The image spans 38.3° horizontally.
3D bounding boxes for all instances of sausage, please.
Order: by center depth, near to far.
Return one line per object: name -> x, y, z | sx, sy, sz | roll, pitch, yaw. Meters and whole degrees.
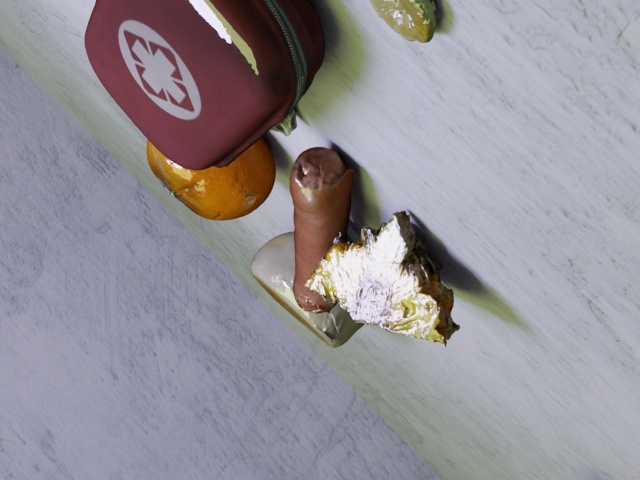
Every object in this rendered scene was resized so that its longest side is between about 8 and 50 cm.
sausage -> 0.000, 0.000, 1.403 | 0.094, 0.094, 0.419 | 58, 164, 27

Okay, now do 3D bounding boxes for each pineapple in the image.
pineapple -> 0.111, 0.029, 1.284 | 0.250, 0.140, 0.164 | 12, 107, 42

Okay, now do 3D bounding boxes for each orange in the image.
orange -> -0.179, -0.130, 1.495 | 0.224, 0.170, 0.224 | 44, 170, 10

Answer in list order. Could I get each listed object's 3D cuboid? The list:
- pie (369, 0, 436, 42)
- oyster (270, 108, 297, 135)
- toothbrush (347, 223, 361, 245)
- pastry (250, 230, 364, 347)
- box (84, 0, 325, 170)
pie -> 0.070, -0.202, 0.789 | 0.084, 0.020, 0.084 | 45, 169, 11
oyster -> -0.095, -0.214, 1.217 | 0.125, 0.064, 0.177 | 23, 149, 26
toothbrush -> 0.085, 0.032, 1.500 | 0.342, 0.025, 0.030 | 49, 167, -19
pastry -> -0.014, 0.092, 1.759 | 0.265, 0.133, 0.265 | 43, 169, 11
box -> -0.149, -0.222, 1.070 | 0.263, 0.108, 0.404 | 49, 154, -7
